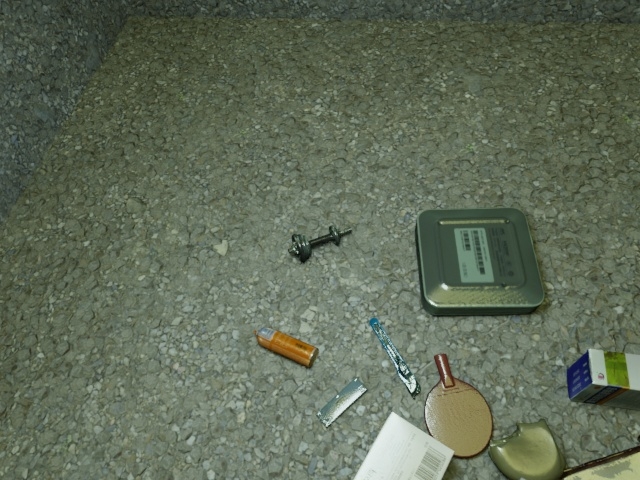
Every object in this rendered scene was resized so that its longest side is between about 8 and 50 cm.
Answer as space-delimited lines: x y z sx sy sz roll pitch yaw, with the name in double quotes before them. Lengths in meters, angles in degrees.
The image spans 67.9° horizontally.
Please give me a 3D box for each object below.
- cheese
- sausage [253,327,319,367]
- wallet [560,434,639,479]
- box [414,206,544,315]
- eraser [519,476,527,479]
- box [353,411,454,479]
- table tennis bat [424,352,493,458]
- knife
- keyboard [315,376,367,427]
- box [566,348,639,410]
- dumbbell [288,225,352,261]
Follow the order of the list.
"cheese" 0.582 0.604 1.348 0.203 0.091 0.175 -9 57 2
"sausage" -0.124 0.351 1.607 0.234 0.071 0.071 20 64 18
"wallet" 0.850 0.693 1.278 0.335 0.068 0.274 -22 55 2
"box" 0.541 0.065 1.659 0.397 0.111 0.395 -2 59 5
"eraser" 0.533 0.781 1.218 0.174 0.095 0.270 35 76 0
"box" 0.220 0.667 1.342 0.203 0.116 0.274 27 64 20
"table tennis bat" 0.411 0.501 1.462 0.200 0.038 0.310 -11 59 1
"knife" 0.241 0.380 1.565 0.044 0.026 0.296 -33 61 2
"keyboard" 0.068 0.515 1.516 0.176 0.014 0.055 -39 61 -15
"box" 0.895 0.406 1.355 0.300 0.200 0.106 6 60 12
"dumbbell" 0.000 0.000 1.784 0.255 0.110 0.110 -19 59 -11
